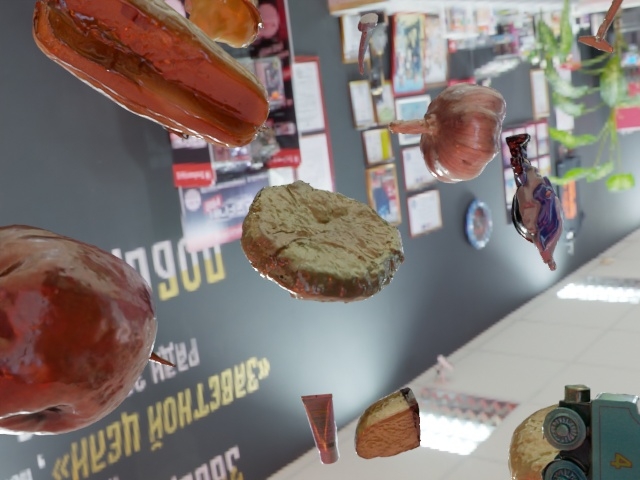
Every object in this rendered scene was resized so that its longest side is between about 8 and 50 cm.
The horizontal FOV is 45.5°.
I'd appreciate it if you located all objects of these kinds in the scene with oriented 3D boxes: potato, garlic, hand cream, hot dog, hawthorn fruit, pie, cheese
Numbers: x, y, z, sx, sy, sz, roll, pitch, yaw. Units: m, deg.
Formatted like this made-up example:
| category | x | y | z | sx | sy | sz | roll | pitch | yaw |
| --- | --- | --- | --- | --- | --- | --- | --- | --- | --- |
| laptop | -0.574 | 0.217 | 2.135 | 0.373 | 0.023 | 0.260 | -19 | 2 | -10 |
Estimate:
| category | x | y | z | sx | sy | sz | roll | pitch | yaw |
| --- | --- | --- | --- | --- | --- | --- | --- | --- | --- |
| potato | 0.092 | 0.269 | 1.131 | 0.103 | 0.096 | 0.066 | -14 | -147 | -11 |
| garlic | 0.281 | -0.256 | 1.773 | 0.253 | 0.244 | 0.245 | 10 | -172 | -11 |
| hand cream | 0.008 | 0.441 | 1.802 | 0.076 | 0.174 | 0.047 | -8 | -164 | 13 |
| hot dog | -0.161 | -0.175 | 0.759 | 0.270 | 0.109 | 0.072 | 31 | -165 | -24 |
| hawthorn fruit | -0.325 | 0.104 | 0.891 | 0.258 | 0.258 | 0.262 | -3 | -174 | 19 |
| pie | 0.000 | 0.000 | 1.323 | 0.307 | 0.071 | 0.306 | 15 | -143 | -12 |
| cheese | 0.460 | 0.397 | 1.403 | 0.226 | 0.117 | 0.214 | -23 | -160 | 25 |

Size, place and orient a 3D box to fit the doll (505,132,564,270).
| category | x | y | z | sx | sy | sz | roll | pitch | yaw |
| --- | --- | --- | --- | --- | --- | --- | --- | --- | --- |
| doll | 0.296 | -0.052 | 1.059 | 0.070 | 0.195 | 0.096 | -16 | 173 | 27 |

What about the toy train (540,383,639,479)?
| category | x | y | z | sx | sy | sz | roll | pitch | yaw |
| --- | --- | --- | --- | --- | --- | --- | --- | --- | --- |
| toy train | 0.408 | 0.311 | 1.116 | 0.155 | 0.197 | 0.107 | -1 | 176 | 26 |

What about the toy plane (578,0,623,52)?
| category | x | y | z | sx | sy | sz | roll | pitch | yaw |
| --- | --- | --- | --- | --- | --- | --- | --- | --- | --- |
| toy plane | 0.504 | -0.436 | 1.222 | 0.092 | 0.286 | 0.108 | 23 | -148 | 7 |

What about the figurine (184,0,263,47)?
| category | x | y | z | sx | sy | sz | roll | pitch | yaw |
| --- | --- | --- | --- | --- | --- | --- | --- | --- | --- |
| figurine | -0.206 | -0.442 | 1.367 | 0.156 | 0.246 | 0.131 | -56 | 180 | -24 |

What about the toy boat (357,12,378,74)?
| category | x | y | z | sx | sy | sz | roll | pitch | yaw |
| --- | --- | --- | --- | --- | --- | --- | --- | --- | --- |
| toy boat | 0.097 | -0.433 | 1.684 | 0.034 | 0.122 | 0.096 | 19 | -144 | 15 |
